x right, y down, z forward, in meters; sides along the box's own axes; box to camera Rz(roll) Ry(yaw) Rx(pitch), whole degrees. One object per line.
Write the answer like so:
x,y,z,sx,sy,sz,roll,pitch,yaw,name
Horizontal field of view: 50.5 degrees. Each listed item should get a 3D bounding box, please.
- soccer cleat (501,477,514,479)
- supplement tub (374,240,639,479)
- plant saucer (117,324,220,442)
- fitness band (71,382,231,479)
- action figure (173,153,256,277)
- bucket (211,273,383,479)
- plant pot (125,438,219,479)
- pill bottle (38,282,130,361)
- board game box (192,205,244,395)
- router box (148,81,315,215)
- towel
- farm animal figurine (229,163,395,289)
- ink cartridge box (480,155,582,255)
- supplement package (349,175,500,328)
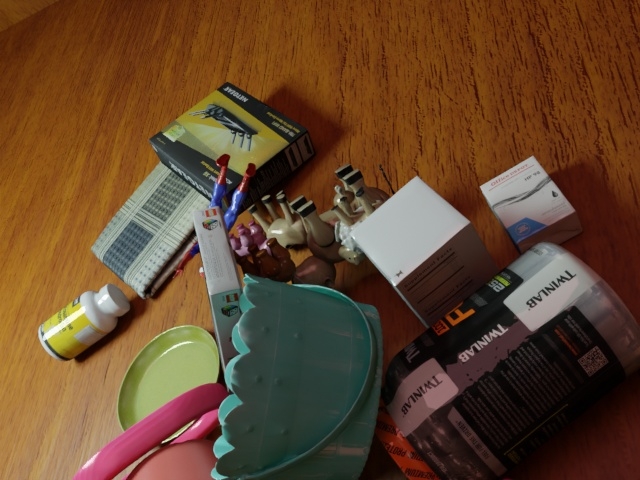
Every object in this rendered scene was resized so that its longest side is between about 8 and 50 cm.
0.176,0.453,0.813,0.143,0.116,0.331,33,80,27,soccer cleat
0.234,0.177,0.900,0.338,0.207,0.207,-39,44,2,supplement tub
-0.283,0.277,1.295,0.241,0.037,0.241,-18,49,23,plant saucer
-0.263,0.337,1.087,0.291,0.209,0.054,-34,64,-23,fitness band
-0.210,-0.016,1.340,0.091,0.280,0.139,20,35,-2,action figure
-0.034,0.189,0.904,0.183,0.281,0.281,9,54,-8,bucket
-0.167,0.431,0.955,0.275,0.275,0.243,-44,34,-2,plant pot
-0.512,0.175,1.482,0.184,0.103,0.103,-36,45,6,pill bottle
-0.160,0.119,1.153,0.053,0.305,0.193,-11,45,-10,board game box
-0.202,-0.211,1.522,0.243,0.081,0.309,-41,52,-17,router box
-0.377,-0.044,1.607,0.312,0.056,0.324,27,77,47,towel
0.000,0.000,1.206,0.327,0.172,0.330,-30,19,14,farm animal figurine
0.337,-0.065,1.120,0.104,0.060,0.180,-31,45,11,ink cartridge box
0.176,0.047,1.012,0.134,0.244,0.139,-40,45,1,supplement package
